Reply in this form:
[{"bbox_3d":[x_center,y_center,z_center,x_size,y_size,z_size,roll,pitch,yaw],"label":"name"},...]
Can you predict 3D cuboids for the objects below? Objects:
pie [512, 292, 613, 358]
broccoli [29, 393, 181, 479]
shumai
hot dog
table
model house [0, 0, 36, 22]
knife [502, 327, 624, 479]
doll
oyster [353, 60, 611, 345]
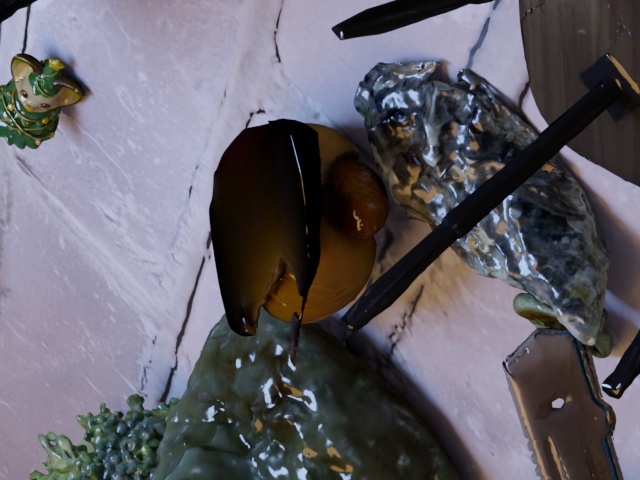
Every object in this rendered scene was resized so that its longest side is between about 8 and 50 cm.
[{"bbox_3d":[0.183,0.063,1.504,0.085,0.017,0.085,27,169,6],"label":"pie"},{"bbox_3d":[-0.223,0.347,2.241,0.338,0.277,0.317,66,171,-7],"label":"broccoli"},{"bbox_3d":[-0.056,0.286,1.841,0.324,0.323,0.397,11,131,50],"label":"shumai"},{"bbox_3d":[-0.002,-0.006,1.612,0.326,0.107,0.194,-176,77,-74],"label":"hot dog"},{"bbox_3d":[0.161,-0.051,1.184,0.317,0.249,0.317,37,150,27],"label":"table"},{"bbox_3d":[-0.318,-0.280,1.538,0.339,0.360,0.297,9,129,51],"label":"model house"},{"bbox_3d":[0.217,0.234,1.450,0.043,0.089,0.365,-153,44,-83],"label":"knife"},{"bbox_3d":[-0.276,-0.153,1.964,0.078,0.076,0.113,31,124,-11],"label":"doll"},{"bbox_3d":[0.118,-0.031,1.480,0.199,0.087,0.252,-26,90,57],"label":"oyster"}]
